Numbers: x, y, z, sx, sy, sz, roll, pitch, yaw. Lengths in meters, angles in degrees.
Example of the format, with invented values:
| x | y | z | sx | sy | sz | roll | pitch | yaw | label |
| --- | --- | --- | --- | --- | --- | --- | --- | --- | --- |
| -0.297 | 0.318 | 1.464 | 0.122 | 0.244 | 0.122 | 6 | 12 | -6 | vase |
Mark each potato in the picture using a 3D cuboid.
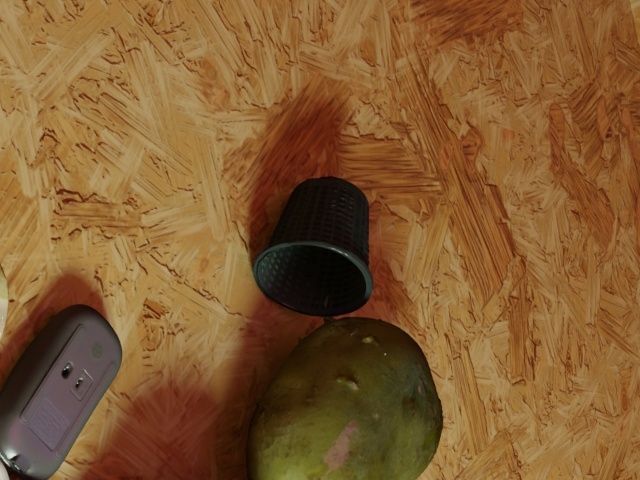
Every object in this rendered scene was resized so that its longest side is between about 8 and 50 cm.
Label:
| x | y | z | sx | sy | sz | roll | pitch | yaw | label |
| --- | --- | --- | --- | --- | --- | --- | --- | --- | --- |
| 0.030 | 0.252 | 1.872 | 0.359 | 0.219 | 0.270 | -28 | 105 | -53 | potato |

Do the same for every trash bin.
| x | y | z | sx | sy | sz | roll | pitch | yaw | label |
| --- | --- | --- | --- | --- | --- | --- | --- | --- | --- |
| 0.000 | 0.000 | 1.943 | 0.175 | 0.175 | 0.161 | 47 | 38 | -35 | trash bin |

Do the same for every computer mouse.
| x | y | z | sx | sy | sz | roll | pitch | yaw | label |
| --- | --- | --- | --- | --- | --- | --- | --- | --- | --- |
| -0.318 | 0.183 | 1.600 | 0.120 | 0.057 | 0.232 | 54 | 45 | -31 | computer mouse |

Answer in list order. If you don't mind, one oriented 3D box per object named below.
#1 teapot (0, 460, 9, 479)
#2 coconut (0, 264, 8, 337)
| x | y | z | sx | sy | sz | roll | pitch | yaw | label |
| --- | --- | --- | --- | --- | --- | --- | --- | --- | --- |
| -0.351 | 0.352 | 1.497 | 0.159 | 0.116 | 0.246 | -30 | 110 | -35 | teapot |
| -0.411 | 0.063 | 1.440 | 0.152 | 0.147 | 0.147 | 3 | 82 | -47 | coconut |
